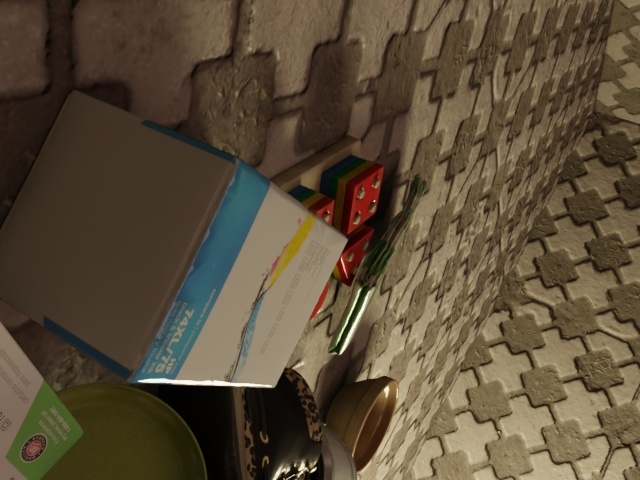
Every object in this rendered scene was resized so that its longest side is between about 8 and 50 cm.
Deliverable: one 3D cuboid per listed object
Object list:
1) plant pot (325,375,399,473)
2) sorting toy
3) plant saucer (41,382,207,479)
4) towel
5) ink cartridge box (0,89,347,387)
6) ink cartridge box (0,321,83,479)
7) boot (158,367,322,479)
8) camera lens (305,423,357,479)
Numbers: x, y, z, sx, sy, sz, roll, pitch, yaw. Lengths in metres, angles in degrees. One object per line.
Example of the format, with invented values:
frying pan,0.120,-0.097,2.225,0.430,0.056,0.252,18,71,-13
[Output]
plant pot,0.087,0.422,1.582,0.237,0.110,0.237,-45,146,-43
sorting toy,0.000,0.000,1.050,0.257,0.089,0.255,-37,144,-46
plant saucer,-0.243,0.276,0.712,0.241,0.241,0.037,-53,-172,-24
towel,0.111,0.047,1.278,0.325,0.038,0.248,-58,170,-41
ink cartridge box,-0.135,0.016,0.666,0.197,0.198,0.270,-64,155,-3
ink cartridge box,-0.345,0.183,0.500,0.273,0.115,0.198,-49,151,-31
boot,-0.097,0.328,0.884,0.284,0.138,0.377,33,47,-65
camera lens,-0.059,0.414,1.157,0.219,0.219,0.274,-59,155,-12
